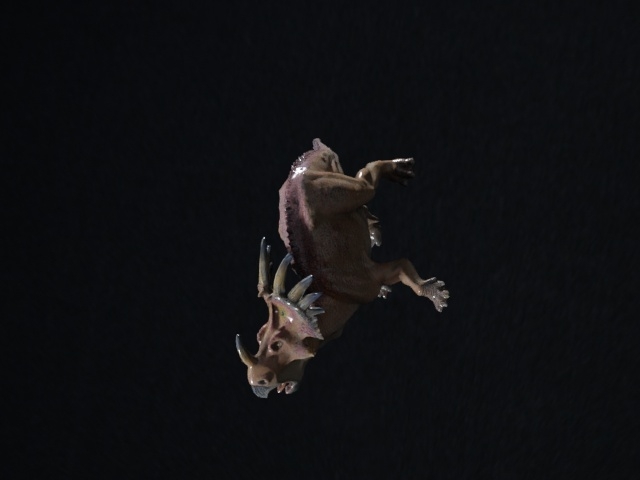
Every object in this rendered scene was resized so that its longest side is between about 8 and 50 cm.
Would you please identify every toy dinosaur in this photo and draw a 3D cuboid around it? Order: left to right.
[{"bbox_3d":[0.000,0.000,1.488,0.200,0.127,0.296,4,-117,-29],"label":"toy dinosaur"}]
